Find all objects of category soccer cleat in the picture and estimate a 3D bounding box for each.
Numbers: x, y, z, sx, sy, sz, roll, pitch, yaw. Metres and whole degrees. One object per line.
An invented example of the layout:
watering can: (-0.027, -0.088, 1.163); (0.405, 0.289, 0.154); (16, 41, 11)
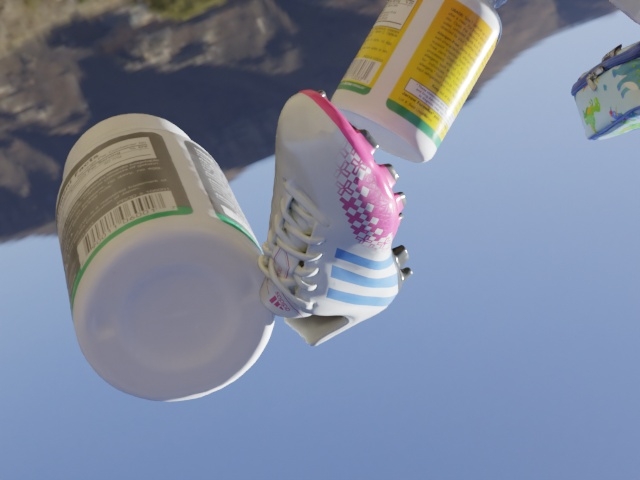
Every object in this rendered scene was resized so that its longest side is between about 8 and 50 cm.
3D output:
soccer cleat: (0.000, 0.000, 1.089); (0.143, 0.116, 0.331); (-38, 151, -10)

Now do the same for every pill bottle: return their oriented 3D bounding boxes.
pill bottle: (-0.182, 0.000, 1.322); (0.204, 0.204, 0.361); (-23, -151, -4)
pill bottle: (0.108, -0.193, 1.206); (0.208, 0.117, 0.117); (-60, -161, -6)

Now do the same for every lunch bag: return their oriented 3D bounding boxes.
lunch bag: (0.413, -0.186, 1.408); (0.219, 0.090, 0.176); (-14, 173, -12)

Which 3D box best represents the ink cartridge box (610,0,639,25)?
ink cartridge box: (0.502, -0.248, 1.283); (0.308, 0.385, 0.091); (-56, -167, -9)
